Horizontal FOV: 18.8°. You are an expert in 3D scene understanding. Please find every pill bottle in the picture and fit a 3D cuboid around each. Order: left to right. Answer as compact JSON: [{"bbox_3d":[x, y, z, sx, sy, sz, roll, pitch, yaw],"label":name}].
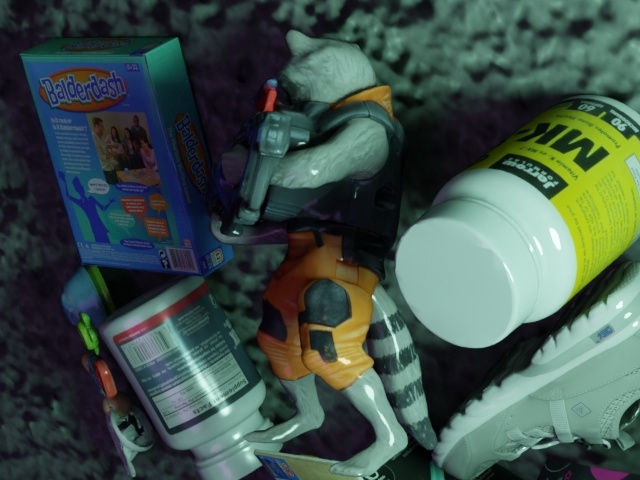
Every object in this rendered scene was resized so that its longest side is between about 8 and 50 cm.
[{"bbox_3d":[-0.112,0.128,1.752,0.108,0.108,0.180,-23,99,46],"label":"pill bottle"},{"bbox_3d":[0.150,-0.014,1.368,0.119,0.208,0.119,20,127,30],"label":"pill bottle"}]

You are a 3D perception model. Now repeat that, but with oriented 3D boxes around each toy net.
[{"bbox_3d":[-0.192,0.136,1.848,0.122,0.045,0.232,48,158,54],"label":"toy net"}]

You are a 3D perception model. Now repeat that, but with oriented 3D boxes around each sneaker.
[{"bbox_3d":[0.187,0.132,1.502,0.115,0.105,0.281,46,139,0],"label":"sneaker"}]

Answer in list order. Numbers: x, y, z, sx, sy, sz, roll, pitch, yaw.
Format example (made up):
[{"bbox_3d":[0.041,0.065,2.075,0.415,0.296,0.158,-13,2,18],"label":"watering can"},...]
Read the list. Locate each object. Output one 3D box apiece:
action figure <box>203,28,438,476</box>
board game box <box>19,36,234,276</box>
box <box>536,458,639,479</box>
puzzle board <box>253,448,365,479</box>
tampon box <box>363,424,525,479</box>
[{"bbox_3d":[0.000,0.000,1.533,0.341,0.179,0.330,-166,76,-81],"label":"action figure"},{"bbox_3d":[-0.172,-0.076,1.722,0.160,0.047,0.210,5,119,39],"label":"board game box"},{"bbox_3d":[0.251,0.268,1.408,0.163,0.142,0.247,35,167,-19],"label":"box"},{"bbox_3d":[0.013,0.208,1.552,0.096,0.011,0.128,5,143,38],"label":"puzzle board"},{"bbox_3d":[0.099,0.245,1.632,0.161,0.120,0.101,29,130,25],"label":"tampon box"}]
